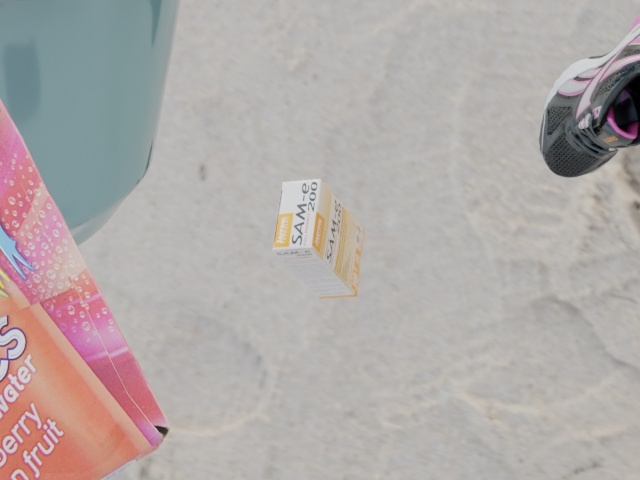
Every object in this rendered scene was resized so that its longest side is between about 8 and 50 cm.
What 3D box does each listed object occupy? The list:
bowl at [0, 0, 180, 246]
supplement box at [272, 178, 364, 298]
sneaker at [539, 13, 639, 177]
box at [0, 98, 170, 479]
[{"bbox_3d":[-0.209,-0.079,0.851,0.312,0.311,0.163,7,116,32],"label":"bowl"},{"bbox_3d":[0.000,0.000,1.296,0.036,0.098,0.062,-4,64,23],"label":"supplement box"},{"bbox_3d":[0.202,-0.092,1.114,0.178,0.072,0.077,-55,8,52],"label":"sneaker"},{"bbox_3d":[-0.210,0.074,0.583,0.300,0.154,0.142,-29,86,49],"label":"box"}]
